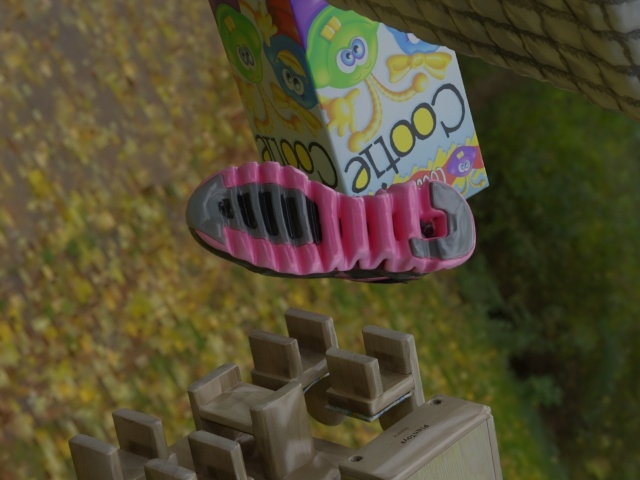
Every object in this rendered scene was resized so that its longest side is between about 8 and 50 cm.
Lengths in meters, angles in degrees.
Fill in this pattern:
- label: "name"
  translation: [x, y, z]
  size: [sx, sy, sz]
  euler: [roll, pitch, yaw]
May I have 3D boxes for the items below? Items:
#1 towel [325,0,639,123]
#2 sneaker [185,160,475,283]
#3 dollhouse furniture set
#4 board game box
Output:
- label: "towel"
  translation: [0.017, -0.184, 0.565]
  size: [0.283, 0.121, 0.235]
  euler: [28, -17, 44]
- label: "sneaker"
  translation: [0.000, 0.000, 0.691]
  size: [0.057, 0.119, 0.047]
  euler: [140, -46, -63]
- label: "dollhouse furniture set"
  translation: [0.000, 0.176, 1.130]
  size: [0.242, 0.212, 0.161]
  euler: [11, -59, 43]
- label: "board game box"
  translation: [0.018, -0.148, 1.449]
  size: [0.144, 0.142, 0.275]
  euler: [25, -41, 53]
